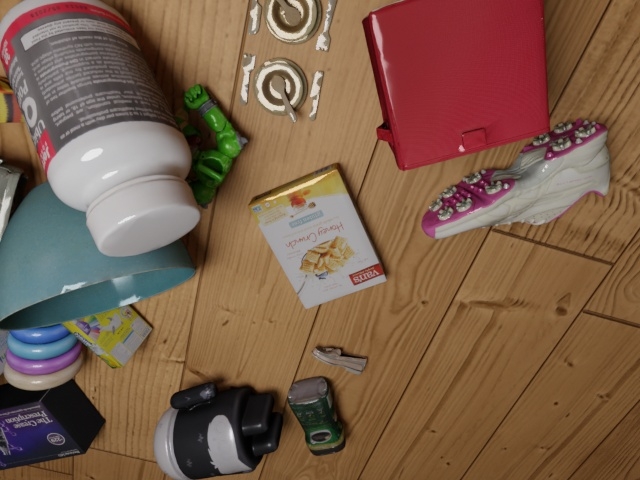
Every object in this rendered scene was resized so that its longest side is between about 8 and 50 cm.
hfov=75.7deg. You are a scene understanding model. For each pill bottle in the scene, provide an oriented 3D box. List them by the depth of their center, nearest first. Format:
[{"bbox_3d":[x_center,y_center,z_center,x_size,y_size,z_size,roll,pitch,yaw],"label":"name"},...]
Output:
[{"bbox_3d":[-0.284,-0.146,0.553,0.177,0.176,0.318,-32,78,17],"label":"pill bottle"}]

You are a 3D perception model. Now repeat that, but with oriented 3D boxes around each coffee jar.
[{"bbox_3d":[-0.004,0.405,0.940,0.096,0.079,0.184,-14,114,6],"label":"coffee jar"}]

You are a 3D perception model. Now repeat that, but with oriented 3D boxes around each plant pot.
[{"bbox_3d":[-0.380,0.006,0.679,0.291,0.290,0.195,-22,82,14],"label":"plant pot"}]

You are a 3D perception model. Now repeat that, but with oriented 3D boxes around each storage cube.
[{"bbox_3d":[0.169,-0.229,0.556,0.215,0.183,0.193,-13,114,10],"label":"storage cube"}]

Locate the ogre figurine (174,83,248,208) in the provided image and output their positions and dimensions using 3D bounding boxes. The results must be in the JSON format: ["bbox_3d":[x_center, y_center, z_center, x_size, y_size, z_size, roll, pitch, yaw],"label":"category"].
[{"bbox_3d":[-0.204,-0.134,0.670,0.118,0.097,0.196,33,86,-9],"label":"ogre figurine"}]

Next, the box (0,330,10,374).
[{"bbox_3d":[-0.740,0.206,0.782,0.127,0.261,0.230,0,116,3],"label":"box"}]

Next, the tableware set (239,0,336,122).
[{"bbox_3d":[-0.055,-0.284,0.621,0.129,0.039,0.194,12,117,-3],"label":"tableware set"}]

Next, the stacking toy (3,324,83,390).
[{"bbox_3d":[-0.548,0.124,0.812,0.141,0.141,0.329,11,111,-2],"label":"stacking toy"}]

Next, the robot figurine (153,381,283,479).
[{"bbox_3d":[-0.227,0.425,0.915,0.279,0.173,0.208,-16,71,11],"label":"robot figurine"}]

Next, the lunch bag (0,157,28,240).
[{"bbox_3d":[-0.632,-0.022,0.654,0.236,0.169,0.286,15,103,-30],"label":"lunch bag"}]

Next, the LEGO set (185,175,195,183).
[{"bbox_3d":[-0.261,-0.125,0.721,0.083,0.023,0.054,25,115,-9],"label":"LEGO set"}]

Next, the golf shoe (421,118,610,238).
[{"bbox_3d":[0.321,-0.065,0.672,0.307,0.115,0.140,-29,115,17],"label":"golf shoe"}]

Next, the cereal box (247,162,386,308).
[{"bbox_3d":[0.000,0.000,0.755,0.173,0.047,0.240,-22,113,13],"label":"cereal box"}]

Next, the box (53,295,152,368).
[{"bbox_3d":[-0.434,0.158,0.818,0.043,0.105,0.179,-16,119,29],"label":"box"}]

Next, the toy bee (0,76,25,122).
[{"bbox_3d":[-0.613,-0.224,0.617,0.299,0.162,0.195,-4,118,5],"label":"toy bee"}]

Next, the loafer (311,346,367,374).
[{"bbox_3d":[0.042,0.248,0.885,0.125,0.045,0.039,25,98,-16],"label":"loafer"}]

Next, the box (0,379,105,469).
[{"bbox_3d":[-0.694,0.433,0.983,0.262,0.103,0.184,-16,117,11],"label":"box"}]
